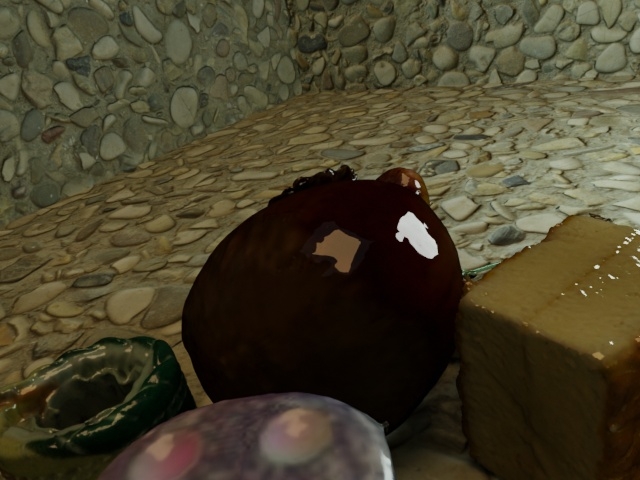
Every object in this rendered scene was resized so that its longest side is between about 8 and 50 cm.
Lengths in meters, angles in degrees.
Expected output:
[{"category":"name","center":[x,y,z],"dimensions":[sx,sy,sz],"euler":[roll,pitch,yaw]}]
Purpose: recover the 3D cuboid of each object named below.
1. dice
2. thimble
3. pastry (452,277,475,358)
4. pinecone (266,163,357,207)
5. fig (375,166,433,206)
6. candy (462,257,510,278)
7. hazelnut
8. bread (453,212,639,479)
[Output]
[{"category":"dice","center":[-0.049,0.319,0.463],"dimensions":[0.272,0.270,0.270],"euler":[-10,26,2]},{"category":"thimble","center":[-0.338,0.273,0.801],"dimensions":[0.288,0.167,0.254],"euler":[-10,25,1]},{"category":"pastry","center":[0.233,0.134,0.936],"dimensions":[0.166,0.088,0.165],"euler":[-9,27,4]},{"category":"pinecone","center":[0.005,0.003,1.077],"dimensions":[0.242,0.295,0.298],"euler":[-5,2,43]},{"category":"fig","center":[0.205,-0.076,1.341],"dimensions":[0.175,0.207,0.175],"euler":[-12,59,22]},{"category":"candy","center":[0.288,0.073,1.083],"dimensions":[0.288,0.084,0.078],"euler":[-12,25,-24]},{"category":"hazelnut","center":[0.017,0.098,0.771],"dimensions":[0.353,0.420,0.421],"euler":[38,46,18]},{"category":"bread","center":[0.325,0.152,0.645],"dimensions":[0.279,0.278,0.207],"euler":[-25,30,-32]}]
